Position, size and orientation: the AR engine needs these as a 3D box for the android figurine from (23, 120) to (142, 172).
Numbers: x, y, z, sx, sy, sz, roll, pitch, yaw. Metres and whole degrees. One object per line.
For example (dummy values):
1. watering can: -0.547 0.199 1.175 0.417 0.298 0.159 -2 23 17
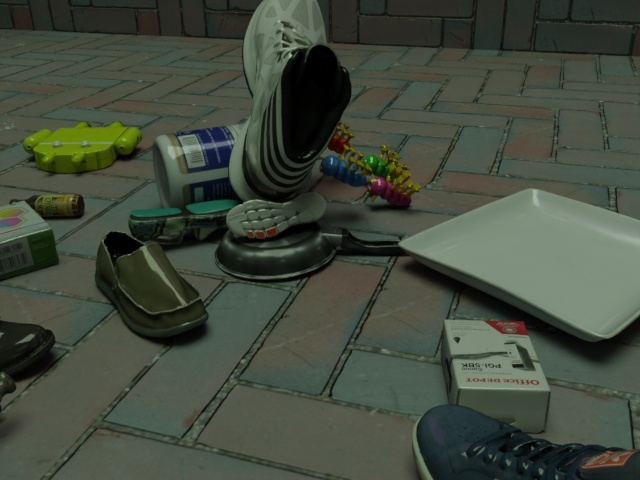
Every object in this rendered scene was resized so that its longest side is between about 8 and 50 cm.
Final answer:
1. android figurine: -0.536 -0.215 1.552 0.248 0.056 0.273 1 24 3

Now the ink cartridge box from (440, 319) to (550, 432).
1. ink cartridge box: 0.192 0.148 0.775 0.099 0.056 0.135 1 26 2

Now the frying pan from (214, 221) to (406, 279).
1. frying pan: -0.014 0.012 1.079 0.326 0.053 0.197 7 28 23

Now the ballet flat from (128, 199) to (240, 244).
1. ballet flat: -0.223 -0.028 1.146 0.188 0.070 0.070 -7 26 -20

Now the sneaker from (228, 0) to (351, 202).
1. sneaker: -0.019 -0.285 1.136 0.169 0.447 0.257 16 -26 -24

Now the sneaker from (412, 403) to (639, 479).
1. sneaker: 0.214 0.203 0.557 0.131 0.148 0.350 -20 31 -33

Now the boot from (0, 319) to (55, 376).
1. boot: -0.460 0.053 0.799 0.263 0.229 0.091 -2 26 -1

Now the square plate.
1. square plate: 0.355 0.026 1.028 0.344 0.049 0.347 -20 32 -35

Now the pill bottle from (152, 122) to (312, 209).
1. pill bottle: -0.159 -0.134 1.257 0.265 0.153 0.153 -12 28 -21

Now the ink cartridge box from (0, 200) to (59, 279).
1. ink cartridge box: -0.517 -0.012 1.123 0.109 0.062 0.209 -20 31 -32

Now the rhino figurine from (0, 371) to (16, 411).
1. rhino figurine: -0.454 0.177 0.726 0.243 0.073 0.106 4 24 14

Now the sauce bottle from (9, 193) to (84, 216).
1. sauce bottle: -0.497 -0.062 1.253 0.128 0.042 0.042 -3 26 0

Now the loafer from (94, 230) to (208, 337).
1. loafer: -0.246 0.054 0.949 0.094 0.087 0.251 -23 34 -38

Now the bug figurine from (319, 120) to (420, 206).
1. bug figurine: 0.074 -0.141 1.291 0.216 0.072 0.279 24 20 -16

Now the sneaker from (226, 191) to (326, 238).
1. sneaker: -0.071 -0.036 1.084 0.158 0.061 0.065 -9 0 -13
